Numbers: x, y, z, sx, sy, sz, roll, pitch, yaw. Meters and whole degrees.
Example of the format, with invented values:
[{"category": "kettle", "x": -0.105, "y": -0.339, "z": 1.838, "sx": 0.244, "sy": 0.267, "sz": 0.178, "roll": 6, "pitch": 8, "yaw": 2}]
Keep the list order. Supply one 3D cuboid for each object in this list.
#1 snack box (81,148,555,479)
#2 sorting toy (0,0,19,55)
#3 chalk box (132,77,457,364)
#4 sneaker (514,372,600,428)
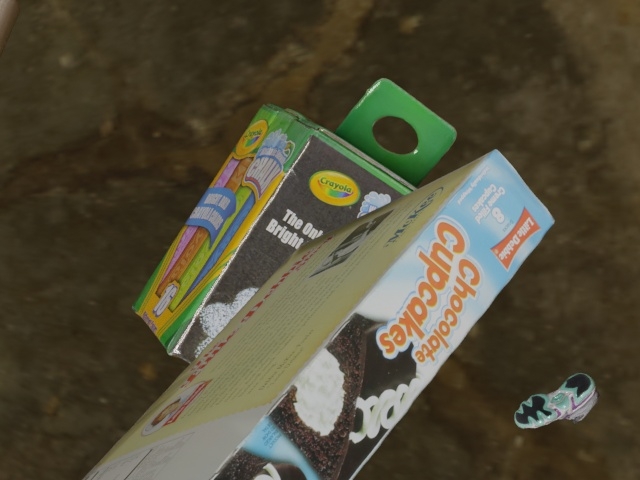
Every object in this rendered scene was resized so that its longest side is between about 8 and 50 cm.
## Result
[{"category": "snack box", "x": -0.027, "y": 0.089, "z": 0.957, "sx": 0.060, "sy": 0.187, "sz": 0.322, "roll": 51, "pitch": 53, "yaw": -11}, {"category": "sorting toy", "x": -0.356, "y": -0.112, "z": 1.767, "sx": 0.038, "sy": 0.208, "sz": 0.193, "roll": 24, "pitch": 47, "yaw": -12}, {"category": "chalk box", "x": 0.000, "y": 0.000, "z": 1.582, "sx": 0.180, "sy": 0.179, "sz": 0.289, "roll": 34, "pitch": 90, "yaw": -19}, {"category": "sneaker", "x": 0.269, "y": 0.191, "z": 2.060, "sx": 0.098, "sy": 0.038, "sz": 0.069, "roll": -27, "pitch": 145, "yaw": 9}]
